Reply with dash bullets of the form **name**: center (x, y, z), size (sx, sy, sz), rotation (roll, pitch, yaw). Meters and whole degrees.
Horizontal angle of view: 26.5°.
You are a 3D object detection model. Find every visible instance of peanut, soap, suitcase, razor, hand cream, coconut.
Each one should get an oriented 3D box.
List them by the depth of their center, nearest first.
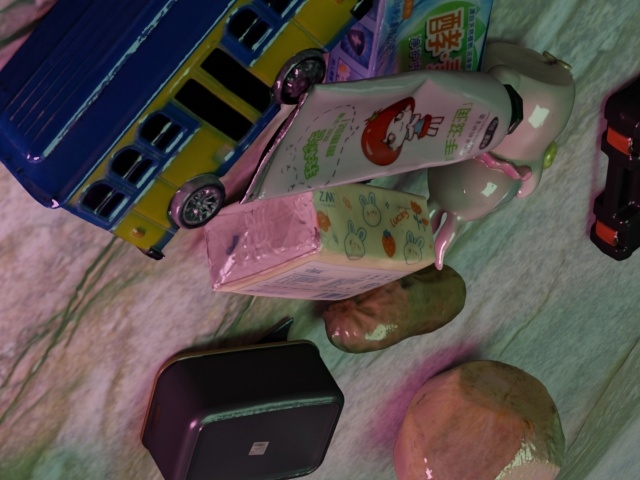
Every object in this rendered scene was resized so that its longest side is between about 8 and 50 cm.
- **hand cream**: center (0.068, -0.102, 1.211), size (0.336, 0.076, 0.121), rotation (-14, 139, -47)
- **soap**: center (0.084, -0.187, 1.300), size (0.156, 0.077, 0.293), rotation (-25, 142, -29)
- **razor**: center (-0.039, 0.166, 1.579), size (0.066, 0.033, 0.190), rotation (-34, 146, -17)
- **peanut**: center (0.094, 0.077, 1.580), size (0.214, 0.099, 0.099), rotation (-6, 129, -43)
- **suitcase**: center (0.453, -0.118, 1.793), size (0.206, 0.066, 0.286), rotation (-33, 145, -21)
- **coconut**: center (0.206, 0.281, 1.825), size (0.236, 0.197, 0.237), rotation (-19, 138, -18)

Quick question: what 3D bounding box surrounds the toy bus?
- **toy bus**: center (-0.113, -0.144, 1.073), size (0.288, 0.138, 0.175), rotation (-49, 148, 5)

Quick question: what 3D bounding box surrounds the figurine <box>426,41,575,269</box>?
- **figurine**: center (0.180, -0.090, 1.472), size (0.236, 0.127, 0.155), rotation (-65, 169, 27)

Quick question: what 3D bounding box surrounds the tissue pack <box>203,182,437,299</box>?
- **tissue pack**: center (0.000, 0.000, 1.349), size (0.148, 0.092, 0.196), rotation (-21, 164, 35)

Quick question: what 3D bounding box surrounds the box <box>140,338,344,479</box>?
- **box**: center (-0.081, 0.195, 1.477), size (0.201, 0.090, 0.144), rotation (-3, 128, -31)
